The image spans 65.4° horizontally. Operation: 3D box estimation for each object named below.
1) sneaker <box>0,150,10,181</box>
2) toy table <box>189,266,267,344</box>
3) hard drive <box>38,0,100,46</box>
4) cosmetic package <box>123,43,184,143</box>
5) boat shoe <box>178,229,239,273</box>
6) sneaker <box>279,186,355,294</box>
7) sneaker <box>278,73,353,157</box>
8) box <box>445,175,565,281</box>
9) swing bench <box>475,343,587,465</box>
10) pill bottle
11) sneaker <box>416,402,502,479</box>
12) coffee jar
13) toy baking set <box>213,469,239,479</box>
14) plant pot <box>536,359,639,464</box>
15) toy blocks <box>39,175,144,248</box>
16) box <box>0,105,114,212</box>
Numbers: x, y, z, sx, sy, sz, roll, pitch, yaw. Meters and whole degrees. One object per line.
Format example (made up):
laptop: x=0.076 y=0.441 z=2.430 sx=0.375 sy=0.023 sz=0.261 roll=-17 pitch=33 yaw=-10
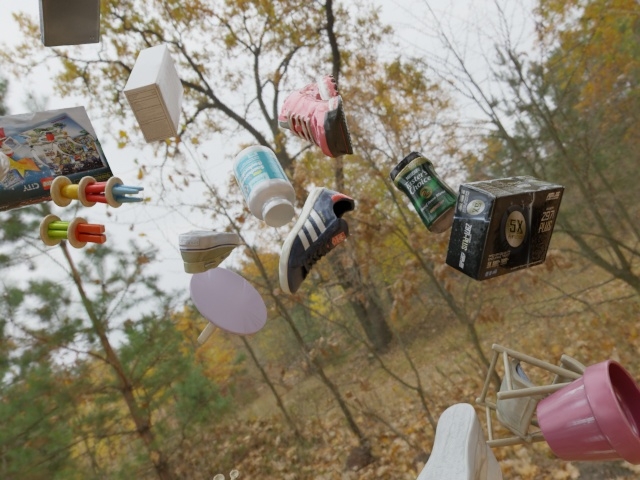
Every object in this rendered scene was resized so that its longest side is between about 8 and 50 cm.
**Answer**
sneaker: x=-0.358 y=-0.091 z=0.517 sx=0.061 sy=0.054 sz=0.152 roll=-37 pitch=6 yaw=-3
toy table: x=-0.309 y=0.216 z=1.630 sx=0.252 sy=0.274 sz=0.161 roll=-39 pitch=-8 yaw=-30
hard drive: x=-0.409 y=-0.386 z=0.814 sx=0.094 sy=0.022 sz=0.135 roll=-25 pitch=-26 yaw=-39
cosmetic package: x=-0.302 y=-0.278 z=0.919 sx=0.060 sy=0.239 sz=0.099 roll=-13 pitch=-53 yaw=-2
boat shoe: x=-0.286 y=0.025 z=1.265 sx=0.109 sy=0.094 sz=0.302 roll=5 pitch=3 yaw=9
sneaker: x=0.000 y=0.000 z=1.405 sx=0.148 sy=0.350 sz=0.131 roll=12 pitch=-26 yaw=18
sneaker: x=-0.016 y=-0.236 z=1.005 sx=0.136 sy=0.116 sz=0.314 roll=-15 pitch=31 yaw=4
box: x=0.315 y=-0.025 z=0.852 sx=0.180 sy=0.148 sz=0.077 roll=-9 pitch=26 yaw=-31
swing bench: x=0.554 y=0.422 z=1.279 sx=0.254 sy=0.165 sz=0.253 roll=6 pitch=-51 yaw=8
pill bottle: x=-0.164 y=-0.159 z=1.504 sx=0.146 sy=0.264 sz=0.146 roll=-16 pitch=-41 yaw=-15
sneaker: x=0.252 y=0.453 z=0.874 sx=0.108 sy=0.169 sz=0.292 roll=-18 pitch=18 yaw=39
coffee jar: x=0.231 y=-0.110 z=1.091 sx=0.096 sy=0.184 sz=0.079 roll=-45 pitch=-36 yaw=21
toy baking set: x=-0.258 y=0.779 z=1.474 sx=0.197 sy=0.256 sz=0.030 roll=-44 pitch=-39 yaw=-48
plant pot: x=0.570 y=0.374 z=1.041 sx=0.180 sy=0.201 sz=0.201 roll=-36 pitch=-13 yaw=34
toy blocks: x=-0.366 y=-0.046 z=0.811 sx=0.148 sy=0.123 sz=0.054 roll=2 pitch=-17 yaw=11
box: x=-0.521 y=-0.150 z=0.907 sx=0.233 sy=0.159 sz=0.044 roll=-22 pitch=-1 yaw=-39
